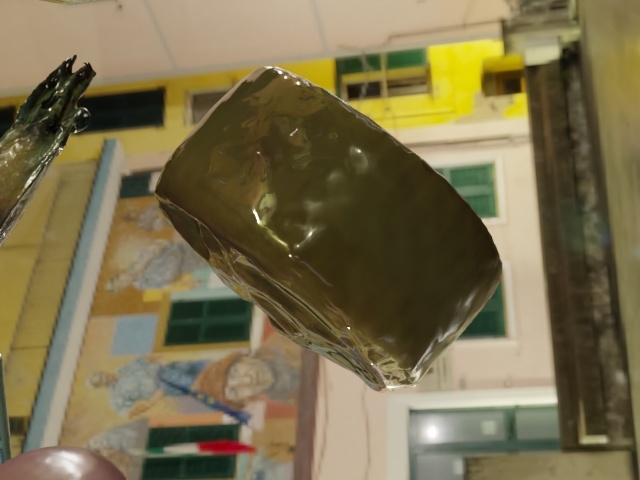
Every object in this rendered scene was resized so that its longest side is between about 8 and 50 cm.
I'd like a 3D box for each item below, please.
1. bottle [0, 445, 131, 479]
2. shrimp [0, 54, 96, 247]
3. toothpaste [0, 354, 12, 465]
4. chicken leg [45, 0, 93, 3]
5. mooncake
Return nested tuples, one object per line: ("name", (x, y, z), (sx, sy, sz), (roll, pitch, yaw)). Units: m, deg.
("bottle", (-0.111, 0.209, 0.513), (0.120, 0.120, 0.253), (-81, -15, -51))
("shrimp", (-0.456, -0.074, 1.246), (0.272, 0.445, 0.085), (41, 176, 35))
("toothpaste", (-0.377, 0.237, 1.128), (0.048, 0.075, 0.297), (-16, -64, -38))
("chicken leg", (-0.316, -0.360, 0.973), (0.153, 0.201, 0.429), (-53, -15, -2))
("mooncake", (0.000, 0.000, 0.836), (0.155, 0.284, 0.284), (-50, -23, -10))
